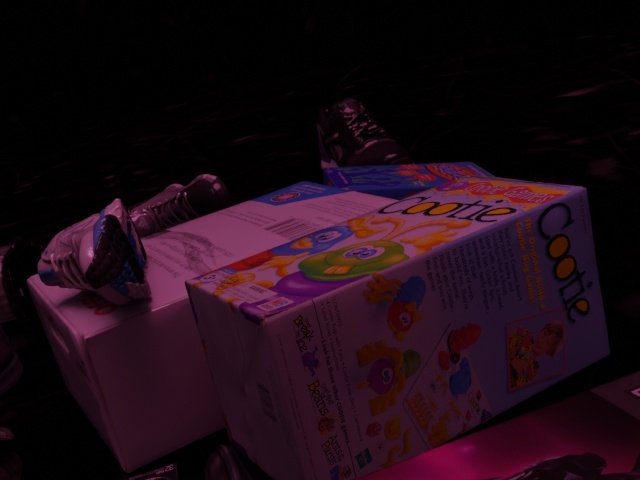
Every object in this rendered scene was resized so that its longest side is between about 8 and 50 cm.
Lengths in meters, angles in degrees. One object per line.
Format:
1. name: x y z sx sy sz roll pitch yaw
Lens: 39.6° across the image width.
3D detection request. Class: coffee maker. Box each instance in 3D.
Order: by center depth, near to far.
1. coffee maker: -0.453 0.069 1.146 0.178 0.120 0.171 -12 -7 2

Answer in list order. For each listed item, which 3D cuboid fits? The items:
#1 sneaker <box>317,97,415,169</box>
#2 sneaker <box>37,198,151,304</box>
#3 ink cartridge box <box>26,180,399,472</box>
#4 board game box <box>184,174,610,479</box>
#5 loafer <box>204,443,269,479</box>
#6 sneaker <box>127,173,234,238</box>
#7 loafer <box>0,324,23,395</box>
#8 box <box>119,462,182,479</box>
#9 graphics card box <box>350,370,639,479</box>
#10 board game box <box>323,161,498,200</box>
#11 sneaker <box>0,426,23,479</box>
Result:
1. sneaker: 0.057 -0.171 1.488 0.107 0.124 0.283 -19 17 -19
2. sneaker: -0.184 0.020 0.706 0.083 0.071 0.191 -24 11 -7
3. ink cartridge box: -0.084 0.058 0.820 0.307 0.129 0.223 -21 19 -23
4. board game box: 0.062 0.059 0.678 0.275 0.144 0.142 -20 17 -25
5. loafer: -0.050 0.174 0.537 0.061 0.062 0.170 -46 15 -7
6. sneaker: -0.229 -0.035 1.359 0.132 0.086 0.229 -28 11 -29
7. loafer: -0.395 0.150 0.818 0.109 0.095 0.302 -8 17 20
8. box: -0.109 0.187 0.548 0.062 0.052 0.083 -16 17 -6
9. graphics card box: 0.066 0.181 0.360 0.371 0.094 0.233 -16 16 -13
10. board game box: 0.117 -0.064 1.150 0.210 0.047 0.160 -2 15 -7
11. sneaker: -0.283 0.150 0.611 0.130 0.087 0.227 5 -23 3
